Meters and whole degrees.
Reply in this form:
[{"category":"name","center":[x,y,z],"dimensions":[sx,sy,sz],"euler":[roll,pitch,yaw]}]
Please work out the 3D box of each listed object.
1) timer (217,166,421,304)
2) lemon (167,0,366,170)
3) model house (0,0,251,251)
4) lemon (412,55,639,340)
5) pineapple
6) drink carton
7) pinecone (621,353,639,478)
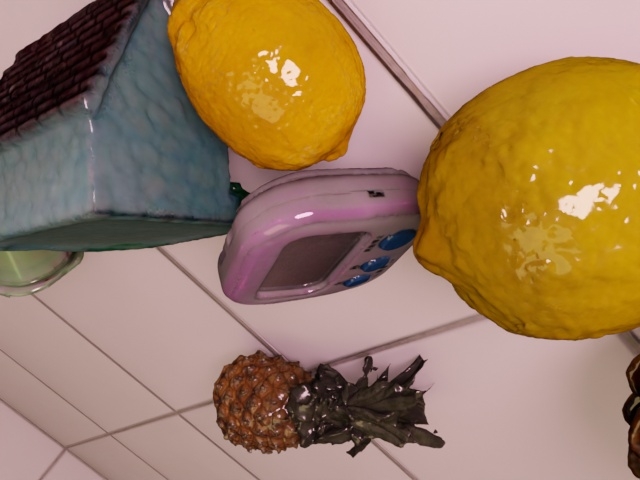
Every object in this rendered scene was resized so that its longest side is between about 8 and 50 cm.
[{"category":"timer","center":[0.000,0.000,0.535],"dimensions":[0.208,0.191,0.069],"euler":[128,131,-58]},{"category":"lemon","center":[-0.043,-0.141,0.450],"dimensions":[0.187,0.142,0.142],"euler":[39,138,-8]},{"category":"model house","center":[-0.223,-0.123,0.567],"dimensions":[0.281,0.230,0.248],"euler":[-8,83,34]},{"category":"lemon","center":[0.175,-0.029,0.377],"dimensions":[0.231,0.192,0.192],"euler":[-15,127,1]},{"category":"pineapple","center":[0.010,0.245,0.781],"dimensions":[0.365,0.165,0.165],"euler":[-6,126,33]},{"category":"drink carton","center":[-0.482,-0.012,0.856],"dimensions":[0.144,0.146,0.142],"euler":[11,126,23]},{"category":"pinecone","center":[0.363,0.163,0.392],"dimensions":[0.244,0.309,0.244],"euler":[3,118,6]}]
